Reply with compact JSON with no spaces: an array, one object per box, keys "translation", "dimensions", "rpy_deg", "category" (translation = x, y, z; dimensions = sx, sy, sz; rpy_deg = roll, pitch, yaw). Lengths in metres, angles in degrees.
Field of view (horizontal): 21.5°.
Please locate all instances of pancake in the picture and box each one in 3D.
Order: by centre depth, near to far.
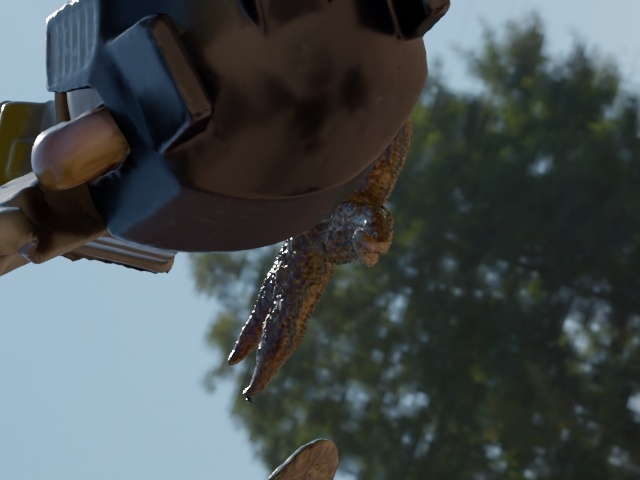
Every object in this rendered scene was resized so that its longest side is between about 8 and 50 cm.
[{"translation":[-0.025,0.172,1.079],"dimensions":[0.115,0.011,0.115],"rpy_deg":[-40,-27,-26],"category":"pancake"}]

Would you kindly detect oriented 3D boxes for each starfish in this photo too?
[{"translation":[-0.001,0.000,1.167],"dimensions":[0.227,0.043,0.240],"rpy_deg":[-55,11,6],"category":"starfish"}]

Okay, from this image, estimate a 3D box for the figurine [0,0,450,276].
[{"translation":[-0.045,-0.066,0.714],"dimensions":[0.308,0.143,0.308],"rpy_deg":[-48,13,15],"category":"figurine"}]
